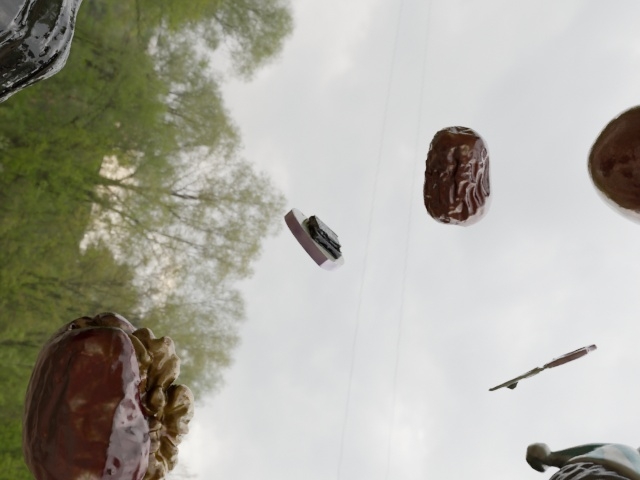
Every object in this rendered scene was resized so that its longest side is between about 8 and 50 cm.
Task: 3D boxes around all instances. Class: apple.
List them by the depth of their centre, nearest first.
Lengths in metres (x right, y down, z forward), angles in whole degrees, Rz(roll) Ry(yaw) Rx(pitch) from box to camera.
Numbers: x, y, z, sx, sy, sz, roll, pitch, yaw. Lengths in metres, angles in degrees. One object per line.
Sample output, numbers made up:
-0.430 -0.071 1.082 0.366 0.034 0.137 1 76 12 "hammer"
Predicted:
0.724 -0.161 1.221 0.235 0.306 0.305 39 -69 50 "apple"

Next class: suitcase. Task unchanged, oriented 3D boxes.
-0.536 -0.321 0.869 0.345 0.188 0.339 -21 -129 19 "suitcase"

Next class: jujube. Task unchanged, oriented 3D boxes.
0.304 -0.139 1.268 0.155 0.155 0.230 -118 -161 -54 "jujube"

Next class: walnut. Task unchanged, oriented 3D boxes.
-0.320 0.244 0.875 0.222 0.244 0.269 38 47 -83 "walnut"

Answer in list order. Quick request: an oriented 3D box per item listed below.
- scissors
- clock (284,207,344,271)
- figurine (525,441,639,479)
0.419 0.247 1.090 0.212 0.110 0.021 -27 -108 5 "scissors"
0.000 0.000 1.428 0.064 0.198 0.172 -42 -150 12 "clock"
0.468 0.485 1.007 0.361 0.378 0.266 -9 -86 61 "figurine"
